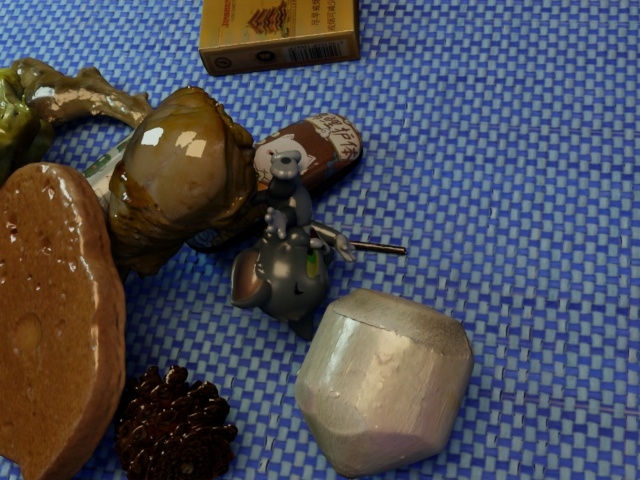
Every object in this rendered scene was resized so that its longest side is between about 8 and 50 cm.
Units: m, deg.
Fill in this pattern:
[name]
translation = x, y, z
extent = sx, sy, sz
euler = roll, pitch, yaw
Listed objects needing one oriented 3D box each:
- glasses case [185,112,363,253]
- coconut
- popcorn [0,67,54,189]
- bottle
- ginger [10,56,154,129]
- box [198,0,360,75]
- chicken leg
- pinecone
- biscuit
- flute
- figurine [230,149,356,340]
[glasses case]
translation = -0.080, -0.093, 1.326
extent = 0.321, 0.082, 0.122
euler = -32, 48, -10
[coconut]
translation = 0.074, 0.184, 1.073
extent = 0.224, 0.224, 0.234
euler = 20, 95, 21
[popcorn]
translation = -0.592, -0.164, 1.371
extent = 0.312, 0.312, 0.312
euler = -5, 60, 9
[bottle]
translation = -0.321, -0.079, 1.352
extent = 0.253, 0.120, 0.120
euler = -41, 61, -11
[ginger]
translation = -0.429, -0.247, 1.497
extent = 0.333, 0.081, 0.148
euler = 12, 49, 17
[box]
translation = -0.070, -0.392, 1.500
extent = 0.273, 0.076, 0.174
euler = -5, 59, 9
[chicken leg]
translation = -0.219, -0.068, 1.220
extent = 0.181, 0.409, 0.295
euler = 22, 40, -21
[pinecone]
translation = -0.202, 0.241, 1.134
extent = 0.163, 0.163, 0.165
euler = -35, 47, -9
[biscuit]
translation = -0.382, 0.108, 1.179
extent = 0.349, 0.078, 0.456
euler = -28, 64, 42
[flute]
translation = 0.000, 0.000, 1.301
extent = 0.269, 0.014, 0.014
euler = 7, 63, 16
[figurine]
translation = -0.057, -0.010, 1.185
extent = 0.140, 0.193, 0.265
euler = -28, 66, 18
